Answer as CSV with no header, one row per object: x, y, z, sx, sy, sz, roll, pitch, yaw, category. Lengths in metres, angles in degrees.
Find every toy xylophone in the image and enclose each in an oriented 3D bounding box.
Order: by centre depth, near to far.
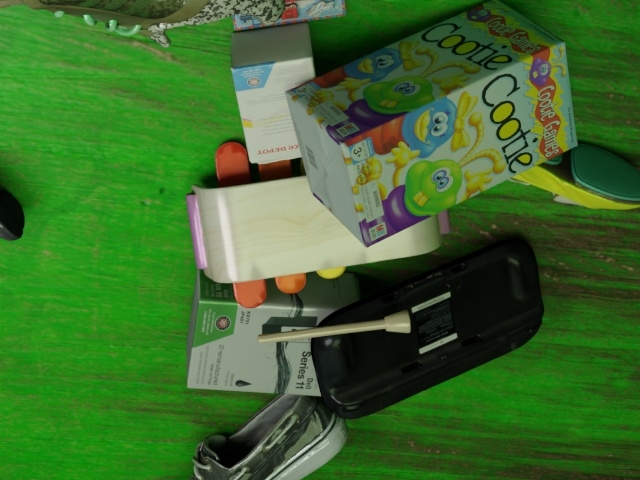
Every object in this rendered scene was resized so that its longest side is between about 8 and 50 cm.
0.000,0.000,1.698,0.323,0.081,0.236,-1,100,-3,toy xylophone

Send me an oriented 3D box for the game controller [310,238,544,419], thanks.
0.140,0.112,1.799,0.319,0.067,0.166,-23,119,-14,game controller

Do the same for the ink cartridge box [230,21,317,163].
-0.046,-0.161,1.617,0.092,0.090,0.143,-8,126,1,ink cartridge box

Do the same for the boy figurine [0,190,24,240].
-0.501,0.017,1.707,0.285,0.092,0.177,-31,125,13,boy figurine

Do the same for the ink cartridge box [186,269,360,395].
-0.062,0.115,1.817,0.209,0.087,0.153,4,125,-9,ink cartridge box

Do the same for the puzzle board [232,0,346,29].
-0.039,-0.285,1.578,0.128,0.011,0.096,-8,126,0,puzzle board

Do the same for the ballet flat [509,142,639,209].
0.286,-0.085,1.722,0.231,0.077,0.077,20,143,-15,ballet flat

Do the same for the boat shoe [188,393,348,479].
-0.123,0.311,1.950,0.335,0.121,0.119,-39,113,8,boat shoe

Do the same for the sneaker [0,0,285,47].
-0.214,-0.265,1.505,0.411,0.158,0.182,-4,138,3,sneaker

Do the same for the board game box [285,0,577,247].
0.125,-0.133,1.563,0.275,0.142,0.144,-26,128,-14,board game box
